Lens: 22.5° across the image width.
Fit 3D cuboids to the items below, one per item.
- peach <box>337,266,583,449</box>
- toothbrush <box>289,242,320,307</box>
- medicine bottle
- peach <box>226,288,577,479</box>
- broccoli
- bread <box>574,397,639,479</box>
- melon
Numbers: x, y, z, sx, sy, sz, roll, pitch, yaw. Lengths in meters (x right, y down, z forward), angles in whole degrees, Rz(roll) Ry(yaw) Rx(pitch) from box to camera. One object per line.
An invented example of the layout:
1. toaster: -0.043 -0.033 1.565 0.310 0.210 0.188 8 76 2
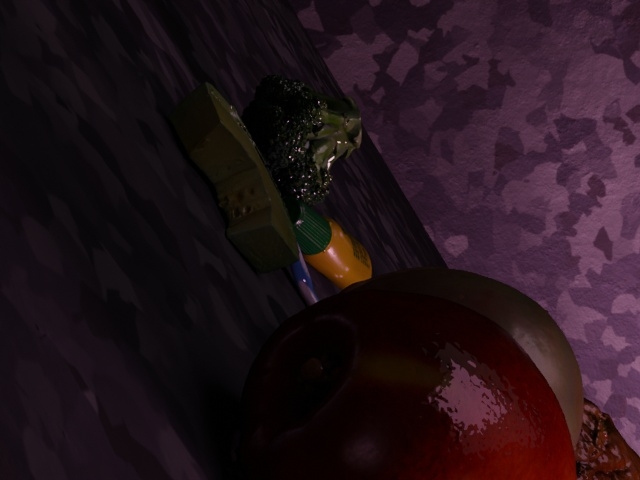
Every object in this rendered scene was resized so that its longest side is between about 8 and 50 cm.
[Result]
1. peach: 0.125 0.154 1.642 0.292 0.247 0.292 21 -4 2
2. toothbrush: -0.022 0.033 1.916 0.386 0.040 0.040 59 8 -7
3. medicine bottle: 0.000 0.000 2.064 0.095 0.064 0.260 61 8 23
4. peach: 0.104 0.168 1.338 0.361 0.201 0.258 30 15 -27
5. broccoli: -0.026 -0.127 2.095 0.195 0.156 0.195 175 -90 -77
6. bread: 0.326 0.344 2.183 0.312 0.172 0.312 30 43 -33
7. melon: -0.091 -0.062 1.771 0.209 0.064 0.118 65 9 19
